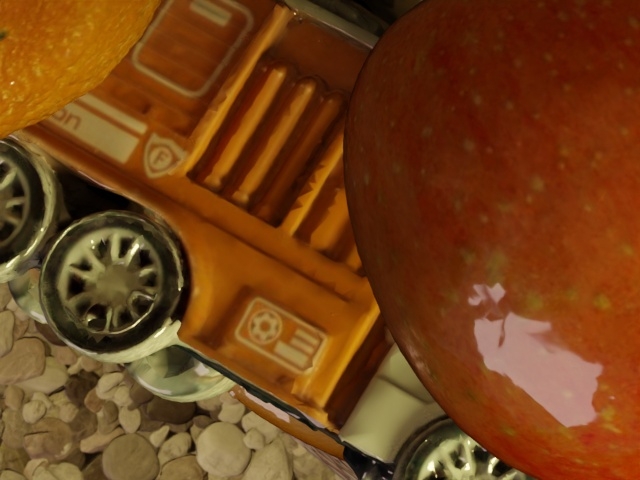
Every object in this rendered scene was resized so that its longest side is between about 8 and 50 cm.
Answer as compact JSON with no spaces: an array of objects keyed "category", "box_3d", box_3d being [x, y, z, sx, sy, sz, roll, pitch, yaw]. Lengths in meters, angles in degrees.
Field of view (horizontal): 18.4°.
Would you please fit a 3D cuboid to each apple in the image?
[{"category":"apple","box_3d":[0.102,-0.011,0.617,0.168,0.181,0.181,65,172,4]}]

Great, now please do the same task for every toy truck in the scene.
[{"category":"toy truck","box_3d":[0.000,0.000,0.928,0.387,0.207,0.173,30,175,14]}]

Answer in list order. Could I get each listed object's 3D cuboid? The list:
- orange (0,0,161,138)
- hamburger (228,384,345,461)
[{"category":"orange","box_3d":[-0.183,-0.166,0.793,0.264,0.264,0.264,39,171,8]},{"category":"hamburger","box_3d":[0.005,0.066,1.418,0.237,0.147,0.237,37,-177,-2]}]
